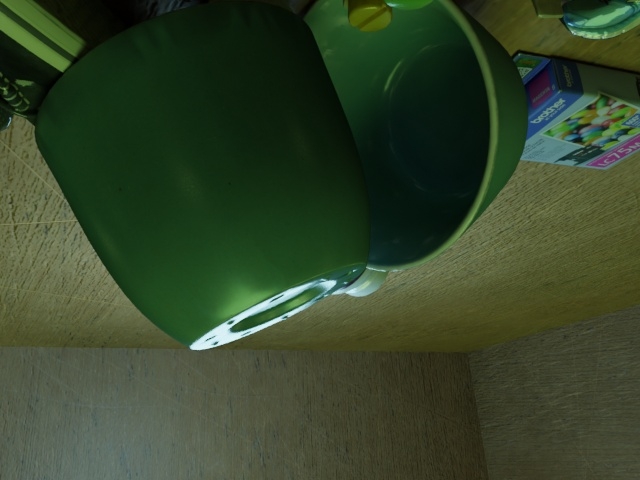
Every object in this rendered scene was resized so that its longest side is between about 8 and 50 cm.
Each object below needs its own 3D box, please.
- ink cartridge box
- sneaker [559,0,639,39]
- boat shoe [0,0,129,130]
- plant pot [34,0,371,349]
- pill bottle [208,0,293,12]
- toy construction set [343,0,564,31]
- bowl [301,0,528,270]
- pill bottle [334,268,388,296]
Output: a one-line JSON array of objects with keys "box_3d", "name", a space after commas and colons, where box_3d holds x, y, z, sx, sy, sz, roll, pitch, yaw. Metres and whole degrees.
[{"box_3d": [0.370, -0.181, 0.894, 0.311, 0.065, 0.186, 5, 158, -20], "name": "ink cartridge box"}, {"box_3d": [0.342, -0.276, 0.655, 0.162, 0.063, 0.073, -14, 141, 12], "name": "sneaker"}, {"box_3d": [-0.281, -0.184, 0.534, 0.156, 0.186, 0.500, -28, 162, 4], "name": "boat shoe"}, {"box_3d": [-0.085, -0.037, 0.586, 0.293, 0.235, 0.293, -26, 169, -5], "name": "plant pot"}, {"box_3d": [-0.093, -0.199, 0.681, 0.094, 0.094, 0.169, 2, 159, -19], "name": "pill bottle"}, {"box_3d": [0.078, -0.229, 0.434, 0.309, 0.237, 0.257, 6, 157, -29], "name": "toy construction set"}, {"box_3d": [0.105, -0.134, 0.685, 0.163, 0.311, 0.311, -15, 171, -41], "name": "bowl"}, {"box_3d": [0.000, 0.000, 1.088, 0.169, 0.169, 0.301, -18, 149, 31], "name": "pill bottle"}]
